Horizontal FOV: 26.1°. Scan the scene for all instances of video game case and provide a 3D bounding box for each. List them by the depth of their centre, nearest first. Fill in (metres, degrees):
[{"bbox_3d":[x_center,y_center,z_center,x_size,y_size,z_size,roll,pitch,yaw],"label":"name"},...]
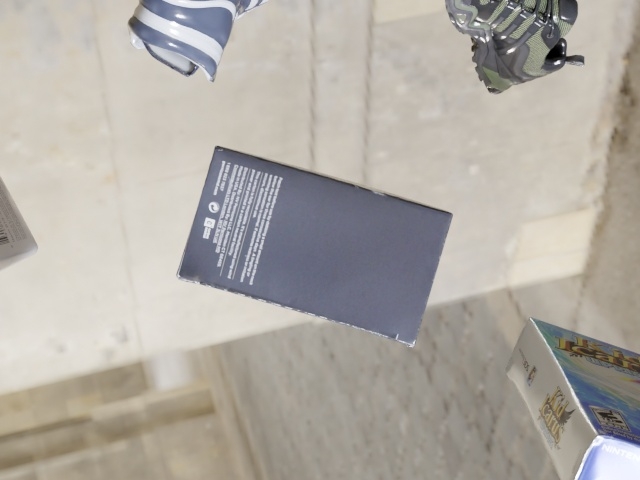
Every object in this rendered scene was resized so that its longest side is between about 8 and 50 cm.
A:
[{"bbox_3d":[0.300,0.164,1.094,0.244,0.269,0.061,-103,33,-74],"label":"video game case"}]

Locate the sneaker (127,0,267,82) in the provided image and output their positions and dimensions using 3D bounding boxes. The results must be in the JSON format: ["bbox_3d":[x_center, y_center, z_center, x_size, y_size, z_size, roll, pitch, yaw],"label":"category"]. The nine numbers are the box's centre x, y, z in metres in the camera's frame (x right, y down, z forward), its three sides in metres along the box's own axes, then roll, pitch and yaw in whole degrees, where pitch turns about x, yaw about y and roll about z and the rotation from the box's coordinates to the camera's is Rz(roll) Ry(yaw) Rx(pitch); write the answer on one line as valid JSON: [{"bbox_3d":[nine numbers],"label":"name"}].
[{"bbox_3d":[-0.087,-0.233,1.299,0.282,0.099,0.153,-16,-51,-67],"label":"sneaker"}]

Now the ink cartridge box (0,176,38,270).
[{"bbox_3d":[-0.330,-0.033,1.054,0.172,0.100,0.237,61,-172,-1],"label":"ink cartridge box"}]

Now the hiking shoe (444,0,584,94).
[{"bbox_3d":[0.185,-0.233,1.324,0.227,0.114,0.086,51,-149,-56],"label":"hiking shoe"}]

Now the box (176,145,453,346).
[{"bbox_3d":[0.000,0.000,1.860,0.343,0.312,0.179,-53,-20,-87],"label":"box"}]
